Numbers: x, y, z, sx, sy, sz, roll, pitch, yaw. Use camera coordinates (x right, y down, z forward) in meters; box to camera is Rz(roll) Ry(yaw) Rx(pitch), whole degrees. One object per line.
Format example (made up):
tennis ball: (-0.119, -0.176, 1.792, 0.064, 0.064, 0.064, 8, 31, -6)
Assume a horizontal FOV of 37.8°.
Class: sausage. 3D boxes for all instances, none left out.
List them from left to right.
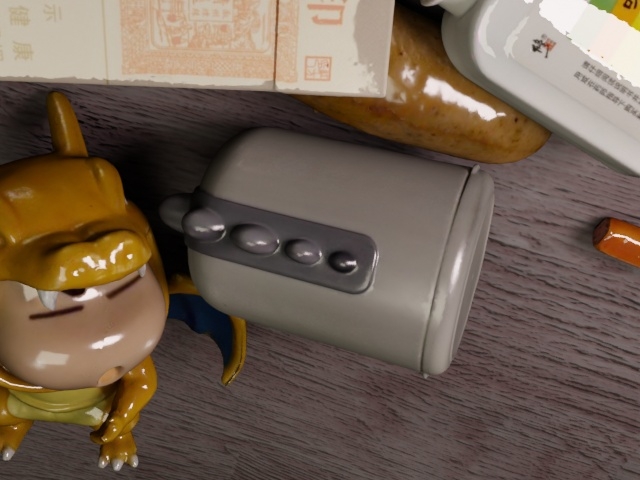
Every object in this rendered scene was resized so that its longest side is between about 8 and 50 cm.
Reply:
sausage: (-0.002, -0.195, 0.866, 0.500, 0.123, 0.136, 28, 99, -14)
sausage: (0.364, 0.013, 1.029, 0.131, 0.039, 0.041, 20, 122, -9)

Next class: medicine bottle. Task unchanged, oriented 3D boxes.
medicine bottle: (0.221, -0.192, 0.811, 0.324, 0.124, 0.179, 30, 95, -13)

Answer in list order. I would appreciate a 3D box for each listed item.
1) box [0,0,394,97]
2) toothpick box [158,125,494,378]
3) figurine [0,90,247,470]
box: (-0.120, -0.223, 0.746, 0.365, 0.051, 0.205, 2, 118, -4)
toothpick box: (0.000, 0.000, 0.940, 0.316, 0.229, 0.229, 14, 131, 12)
figurine: (-0.306, 0.066, 1.025, 0.401, 0.268, 0.387, 18, 132, 13)
